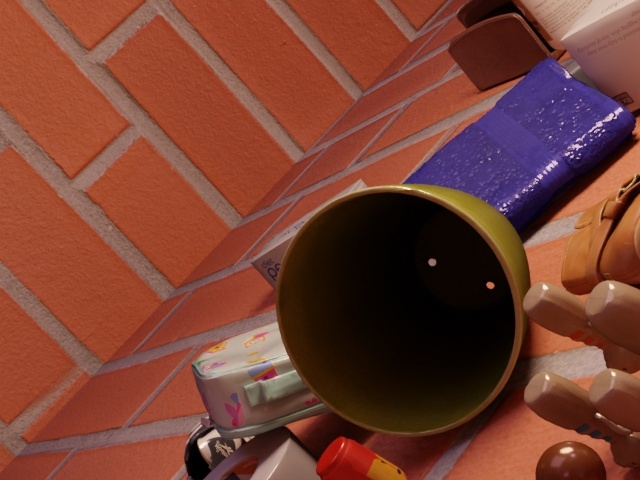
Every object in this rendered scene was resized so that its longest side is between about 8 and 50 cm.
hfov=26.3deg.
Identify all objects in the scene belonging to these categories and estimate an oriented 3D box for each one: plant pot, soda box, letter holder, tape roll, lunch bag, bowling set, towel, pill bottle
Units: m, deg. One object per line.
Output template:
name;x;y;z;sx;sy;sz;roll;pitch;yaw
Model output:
plant pot;0.133;0.048;1.574;0.275;0.275;0.293;-37;-4;25
soda box;0.000;0.000;2.543;0.286;0.098;0.091;-31;14;44
letter holder;0.361;-0.444;2.672;0.152;0.214;0.302;-46;12;-18
tape roll;-0.095;0.331;1.680;0.219;0.072;0.219;-41;12;10
lunch bag;-0.026;0.167;1.743;0.279;0.108;0.224;-19;8;-9
bowling set;0.256;0.139;1.093;0.200;0.154;0.287;-64;17;-11
towel;0.273;-0.105;1.911;0.308;0.076;0.227;-40;35;1
pill bottle;0.408;-0.388;2.252;0.131;0.229;0.131;-41;11;10

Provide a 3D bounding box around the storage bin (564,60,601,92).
storage bin;0.383;-0.209;2.020;0.135;0.091;0.098;-40;11;17

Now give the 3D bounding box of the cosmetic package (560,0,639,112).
cosmetic package;0.532;-0.368;1.935;0.217;0.156;0.385;-25;19;52

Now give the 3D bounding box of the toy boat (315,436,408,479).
toy boat;0.005;0.333;1.202;0.318;0.148;0.267;-57;11;-27

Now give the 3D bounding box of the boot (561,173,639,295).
boot;0.383;-0.056;1.460;0.283;0.109;0.220;-57;13;-29

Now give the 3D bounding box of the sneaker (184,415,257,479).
sneaker;-0.115;0.267;1.940;0.235;0.094;0.153;-39;13;19
